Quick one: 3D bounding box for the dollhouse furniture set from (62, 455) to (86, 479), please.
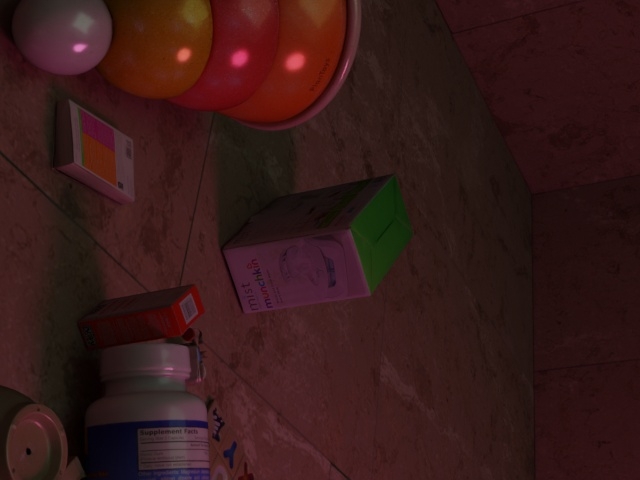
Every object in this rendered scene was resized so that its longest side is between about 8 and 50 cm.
[{"bbox_3d":[-0.259,0.325,1.179,0.182,0.161,0.101,-53,128,-58],"label":"dollhouse furniture set"}]

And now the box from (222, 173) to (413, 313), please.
[{"bbox_3d":[0.000,0.000,1.804,0.262,0.231,0.127,-49,124,-61],"label":"box"}]

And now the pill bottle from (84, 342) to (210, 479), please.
[{"bbox_3d":[-0.211,0.268,1.325,0.152,0.152,0.272,23,59,-62],"label":"pill bottle"}]

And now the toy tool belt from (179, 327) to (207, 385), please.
[{"bbox_3d":[-0.188,0.166,1.557,0.051,0.052,0.083,149,-64,-82],"label":"toy tool belt"}]

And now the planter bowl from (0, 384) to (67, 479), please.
[{"bbox_3d":[-0.332,0.222,1.125,0.162,0.109,0.162,-10,90,-66],"label":"planter bowl"}]

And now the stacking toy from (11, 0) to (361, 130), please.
[{"bbox_3d":[-0.204,-0.305,1.470,0.480,0.350,0.351,-16,95,-50],"label":"stacking toy"}]

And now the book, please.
[{"bbox_3d":[-0.296,-0.117,1.441,0.144,0.035,0.096,35,46,-58],"label":"book"}]

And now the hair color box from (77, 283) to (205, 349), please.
[{"bbox_3d":[-0.226,0.097,1.372,0.072,0.141,0.043,-47,123,-61],"label":"hair color box"}]

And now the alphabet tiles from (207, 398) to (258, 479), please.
[{"bbox_3d":[-0.171,0.401,1.530,0.342,0.011,0.285,-66,139,-52],"label":"alphabet tiles"}]
